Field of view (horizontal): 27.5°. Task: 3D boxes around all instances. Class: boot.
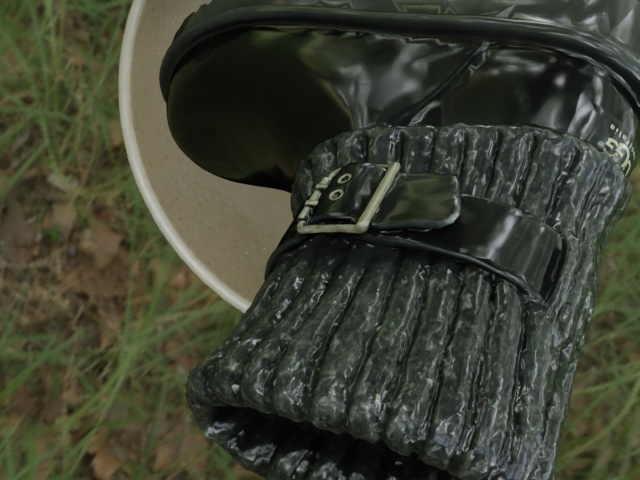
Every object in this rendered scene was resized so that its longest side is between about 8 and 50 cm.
[{"bbox_3d":[-0.002,-0.002,0.676,0.131,0.348,0.260,42,63,-38],"label":"boot"}]

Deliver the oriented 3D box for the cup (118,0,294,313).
[{"bbox_3d":[0.055,-0.115,0.953,0.331,0.331,0.237,47,26,2],"label":"cup"}]
